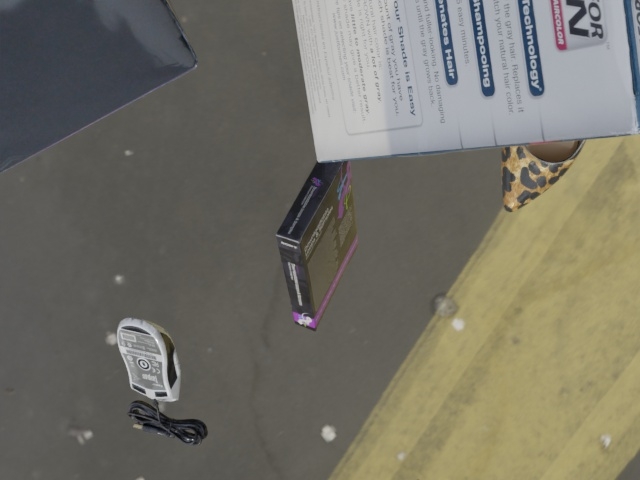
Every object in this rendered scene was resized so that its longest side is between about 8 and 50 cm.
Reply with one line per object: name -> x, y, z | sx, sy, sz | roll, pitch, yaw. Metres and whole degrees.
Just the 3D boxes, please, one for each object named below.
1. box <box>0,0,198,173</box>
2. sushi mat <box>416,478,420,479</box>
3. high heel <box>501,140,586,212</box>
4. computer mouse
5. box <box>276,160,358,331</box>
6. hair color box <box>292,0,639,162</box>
box -> -0.278, -0.179, 0.765 | 0.296, 0.294, 0.182 | -28, 126, 1
sushi mat -> 0.066, 0.430, 1.202 | 0.316, 0.019, 0.151 | -49, 39, -8
high heel -> 0.266, -0.139, 1.141 | 0.093, 0.186, 0.261 | 26, 101, -1
computer mouse -> -0.197, 0.164, 1.287 | 0.106, 0.042, 0.193 | 12, 127, 22
box -> 0.000, 0.000, 1.043 | 0.029, 0.116, 0.162 | 18, 148, 16
hair color box -> 0.109, -0.150, 0.704 | 0.347, 0.105, 0.173 | 3, 104, 61
